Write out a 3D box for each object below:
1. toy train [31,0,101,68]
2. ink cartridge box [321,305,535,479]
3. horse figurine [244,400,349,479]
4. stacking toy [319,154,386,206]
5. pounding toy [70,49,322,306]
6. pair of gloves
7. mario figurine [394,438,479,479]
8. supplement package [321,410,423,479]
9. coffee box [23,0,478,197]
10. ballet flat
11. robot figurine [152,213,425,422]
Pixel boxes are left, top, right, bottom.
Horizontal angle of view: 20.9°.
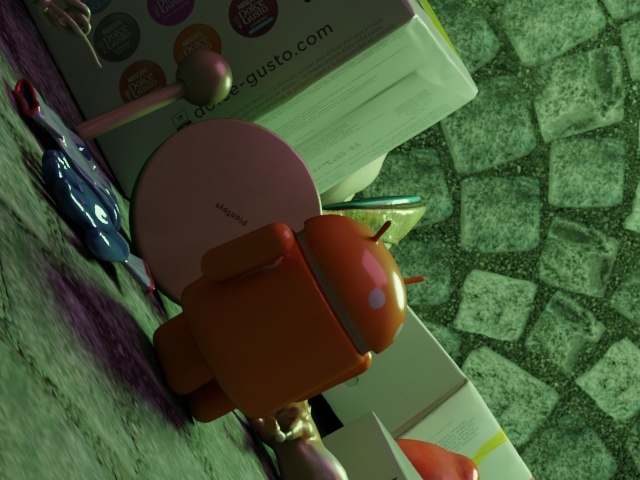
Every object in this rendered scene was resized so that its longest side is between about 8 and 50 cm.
[{"bbox_3d":[-0.278,-0.257,1.470,0.248,0.105,0.143,58,-9,-34],"label":"toy train"},{"bbox_3d":[0.122,0.230,2.315,0.279,0.160,0.384,50,-3,39],"label":"ink cartridge box"},{"bbox_3d":[-0.008,0.222,1.621,0.263,0.066,0.174,59,9,17],"label":"horse figurine"},{"bbox_3d":[-0.124,-0.225,2.404,0.480,0.350,0.350,41,4,-1],"label":"stacking toy"},{"bbox_3d":[-0.115,-0.039,1.614,0.237,0.183,0.110,59,-21,-8],"label":"pounding toy"},{"bbox_3d":[-0.195,-0.039,1.422,0.159,0.023,0.198,55,5,-41],"label":"pair of gloves"},{"bbox_3d":[0.114,0.372,2.010,0.170,0.198,0.320,-47,125,-40],"label":"mario figurine"},{"bbox_3d":[0.058,0.276,1.782,0.105,0.105,0.179,64,4,39],"label":"supplement package"},{"bbox_3d":[-0.080,-0.240,1.841,0.334,0.338,0.338,61,11,15],"label":"coffee box"},{"bbox_3d":[0.000,0.000,2.164,0.348,0.123,0.123,-2,56,-46],"label":"ballet flat"},{"bbox_3d":[-0.025,0.060,1.398,0.158,0.219,0.128,61,3,-5],"label":"robot figurine"}]
